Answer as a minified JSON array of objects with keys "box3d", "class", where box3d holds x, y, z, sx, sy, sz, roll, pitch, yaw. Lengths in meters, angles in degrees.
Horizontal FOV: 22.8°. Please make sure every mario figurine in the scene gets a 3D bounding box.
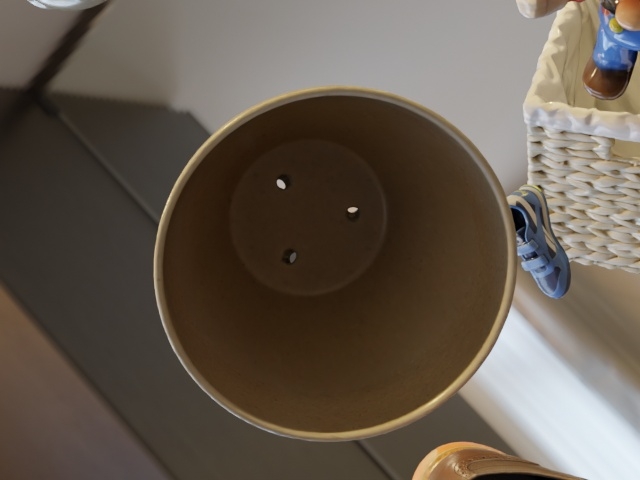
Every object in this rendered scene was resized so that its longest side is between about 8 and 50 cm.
[{"box3d":[0.321,-0.225,1.620,0.198,0.170,0.320,-33,-28,-1],"class":"mario figurine"}]

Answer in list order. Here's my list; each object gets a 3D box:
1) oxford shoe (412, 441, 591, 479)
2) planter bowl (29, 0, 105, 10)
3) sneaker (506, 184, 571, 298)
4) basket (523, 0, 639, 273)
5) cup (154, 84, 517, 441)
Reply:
[{"box3d":[0.257,0.276,1.369,0.133,0.364,0.130,148,140,-80],"class":"oxford shoe"},{"box3d":[-0.332,-0.360,2.033,0.162,0.162,0.109,-28,-1,-43],"class":"planter bowl"},{"box3d":[0.258,0.006,1.935,0.059,0.144,0.053,-21,-2,-44],"class":"sneaker"},{"box3d":[0.461,-0.149,2.166,0.331,0.328,0.266,-64,-22,-46],"class":"basket"},{"box3d":[0.000,0.000,1.539,0.331,0.331,0.237,-45,15,3],"class":"cup"}]
